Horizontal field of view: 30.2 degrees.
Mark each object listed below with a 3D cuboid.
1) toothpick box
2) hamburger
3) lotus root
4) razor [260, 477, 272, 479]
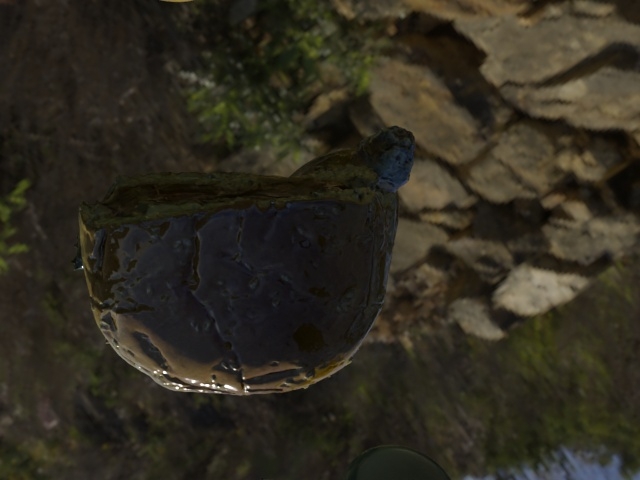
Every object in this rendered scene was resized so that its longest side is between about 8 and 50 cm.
[{"bbox_3d":[0.059,0.302,1.199,0.120,0.120,0.184,-36,156,-40],"label":"toothpick box"},{"bbox_3d":[-0.079,0.042,1.101,0.308,0.211,0.132,-4,-158,1],"label":"hamburger"},{"bbox_3d":[0.000,0.000,1.289,0.322,0.158,0.140,-60,-150,20],"label":"lotus root"},{"bbox_3d":[-0.101,0.379,1.400,0.278,0.056,0.111,-43,137,22],"label":"razor"}]
